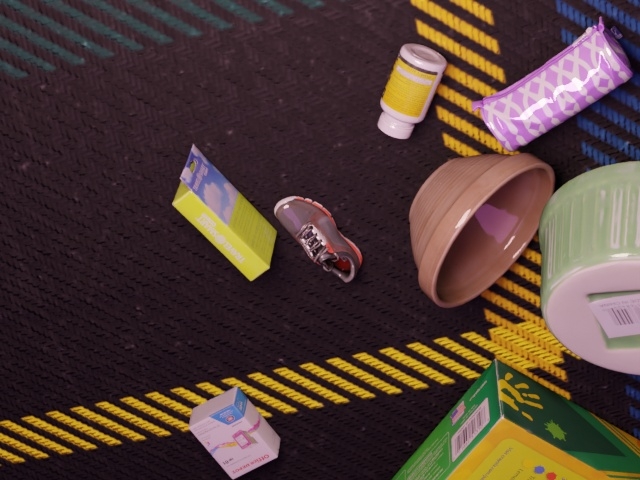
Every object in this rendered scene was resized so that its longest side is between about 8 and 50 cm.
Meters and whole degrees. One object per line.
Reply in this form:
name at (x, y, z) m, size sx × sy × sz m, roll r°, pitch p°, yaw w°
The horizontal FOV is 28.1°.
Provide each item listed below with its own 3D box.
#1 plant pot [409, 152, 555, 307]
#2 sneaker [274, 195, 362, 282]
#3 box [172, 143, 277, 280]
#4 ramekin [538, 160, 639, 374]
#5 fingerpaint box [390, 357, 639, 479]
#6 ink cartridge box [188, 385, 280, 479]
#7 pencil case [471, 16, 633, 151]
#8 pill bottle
plant pot at (0.198, -0.034, 1.718) m, size 0.109 × 0.237 × 0.237 m, roll 41°, pitch 122°, yaw 28°
sneaker at (0.000, 0.000, 1.800) m, size 0.158 × 0.065 × 0.061 m, roll 39°, pitch 114°, yaw -17°
box at (-0.136, -0.038, 1.761) m, size 0.042 × 0.109 × 0.178 m, roll -35°, pitch 112°, yaw 22°
ramekin at (0.434, 0.050, 1.693) m, size 0.303 × 0.148 × 0.303 m, roll 10°, pitch 143°, yaw 8°
fingerpaint box at (0.297, 0.455, 1.984) m, size 0.371 × 0.163 × 0.445 m, roll 29°, pitch 117°, yaw -12°
ink cartridge box at (-0.132, 0.300, 1.984) m, size 0.088 × 0.052 × 0.122 m, roll -29°, pitch 115°, yaw 18°
pencil case at (0.306, -0.199, 1.658) m, size 0.206 × 0.086 × 0.088 m, roll -35°, pitch 120°, yaw 20°
pill bottle at (0.117, -0.195, 1.684) m, size 0.065 × 0.065 × 0.116 m, roll 18°, pitch 118°, yaw -7°
